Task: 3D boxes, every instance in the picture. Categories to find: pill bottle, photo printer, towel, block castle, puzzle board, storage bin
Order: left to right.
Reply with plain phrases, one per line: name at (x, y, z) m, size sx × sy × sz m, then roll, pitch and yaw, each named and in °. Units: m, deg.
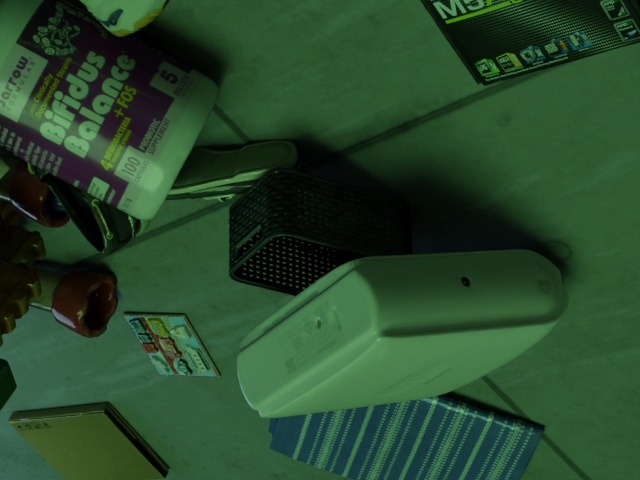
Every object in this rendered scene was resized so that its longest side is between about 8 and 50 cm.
block castle at (-0.411, 0.126, 1.800) m, size 0.213 × 0.453 × 0.303 m, roll 16°, pitch 141°, yaw 21°
pill bottle at (-0.272, -0.158, 1.611) m, size 0.301 × 0.169 × 0.169 m, roll 27°, pitch 142°, yaw -6°
puzzle board at (-0.198, 0.142, 2.058) m, size 0.096 × 0.011 × 0.128 m, roll 0°, pitch 137°, yaw 27°
storage bin at (0.000, 0.000, 1.681) m, size 0.180 × 0.084 × 0.122 m, roll 15°, pitch 148°, yaw -27°
towel at (0.102, 0.254, 2.028) m, size 0.336 × 0.040 × 0.243 m, roll 18°, pitch 140°, yaw 3°
photo printer at (0.099, 0.100, 1.673) m, size 0.307 × 0.107 × 0.256 m, roll -2°, pitch 156°, yaw -39°

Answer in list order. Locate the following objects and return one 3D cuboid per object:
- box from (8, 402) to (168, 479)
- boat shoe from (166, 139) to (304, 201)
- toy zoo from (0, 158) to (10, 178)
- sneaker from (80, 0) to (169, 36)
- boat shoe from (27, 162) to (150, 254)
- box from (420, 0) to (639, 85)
box at (-0.349, 0.308, 2.324) m, size 0.201 × 0.021 × 0.164 m, roll -10°, pitch 132°, yaw 35°
boat shoe at (-0.110, -0.062, 1.722) m, size 0.206 × 0.075 × 0.065 m, roll -6°, pitch 130°, yaw 26°
toy zoo at (-0.459, -0.156, 1.637) m, size 0.293 × 0.030 × 0.192 m, roll 44°, pitch 164°, yaw -11°
sneaker at (-0.152, -0.292, 1.440) m, size 0.296 × 0.112 × 0.131 m, roll -24°, pitch 122°, yaw 42°
boat shoe at (-0.286, -0.087, 1.740) m, size 0.228 × 0.069 × 0.081 m, roll 51°, pitch 142°, yaw -2°
box at (0.181, -0.236, 1.390) m, size 0.191 × 0.045 × 0.184 m, roll -12°, pitch 132°, yaw 36°
